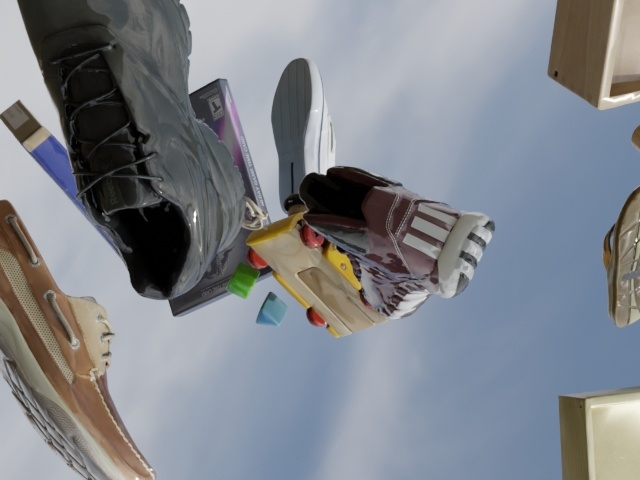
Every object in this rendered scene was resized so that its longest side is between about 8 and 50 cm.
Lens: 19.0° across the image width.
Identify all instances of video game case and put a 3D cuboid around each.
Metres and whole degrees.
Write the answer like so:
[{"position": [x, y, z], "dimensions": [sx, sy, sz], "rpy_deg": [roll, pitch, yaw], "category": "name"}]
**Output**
[{"position": [-0.163, -0.056, 2.588], "dimensions": [0.196, 0.026, 0.274], "rpy_deg": [-25, -104, 34], "category": "video game case"}]

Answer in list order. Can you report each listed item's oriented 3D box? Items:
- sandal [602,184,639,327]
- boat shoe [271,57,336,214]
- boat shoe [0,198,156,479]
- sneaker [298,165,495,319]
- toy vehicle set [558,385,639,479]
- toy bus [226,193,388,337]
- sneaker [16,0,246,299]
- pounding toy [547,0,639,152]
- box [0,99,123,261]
[{"position": [0.336, 0.012, 2.078], "dimensions": [0.049, 0.072, 0.180], "rpy_deg": [46, -38, 45], "category": "sandal"}, {"position": [-0.018, -0.139, 2.669], "dimensions": [0.083, 0.076, 0.226], "rpy_deg": [-2, -98, 42], "category": "boat shoe"}, {"position": [-0.247, 0.099, 1.798], "dimensions": [0.116, 0.324, 0.123], "rpy_deg": [-36, -179, -20], "category": "boat shoe"}, {"position": [0.047, -0.013, 1.760], "dimensions": [0.106, 0.162, 0.281], "rpy_deg": [-65, -171, -15], "category": "sneaker"}, {"position": [0.313, 0.195, 1.532], "dimensions": [0.035, 0.267, 0.166], "rpy_deg": [-1, -88, 62], "category": "toy vehicle set"}, {"position": [0.004, 0.009, 2.074], "dimensions": [0.202, 0.191, 0.104], "rpy_deg": [94, 17, -49], "category": "toy bus"}, {"position": [-0.137, -0.086, 1.344], "dimensions": [0.109, 0.286, 0.130], "rpy_deg": [-16, -153, 22], "category": "sneaker"}, {"position": [0.315, -0.183, 1.857], "dimensions": [0.094, 0.181, 0.206], "rpy_deg": [42, -42, 45], "category": "pounding toy"}, {"position": [-0.257, -0.049, 2.081], "dimensions": [0.036, 0.225, 0.136], "rpy_deg": [-40, -155, -5], "category": "box"}]
